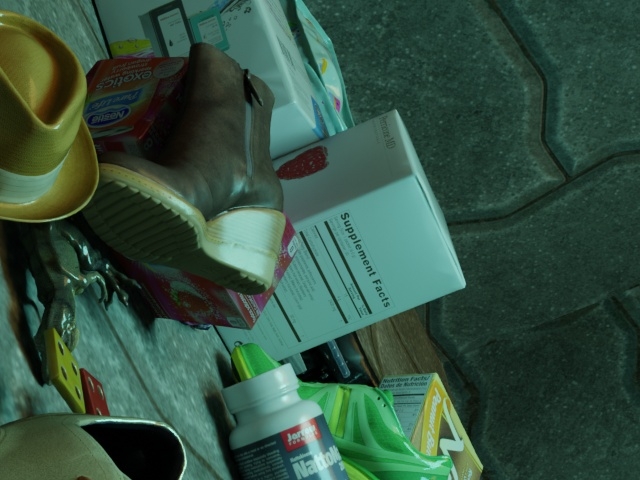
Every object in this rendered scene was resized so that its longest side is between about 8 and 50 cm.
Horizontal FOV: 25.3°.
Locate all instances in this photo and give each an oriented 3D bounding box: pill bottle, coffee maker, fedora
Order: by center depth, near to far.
[{"bbox_3d":[-0.225,-0.104,1.032,0.194,0.079,0.194,27,38,-24],"label":"fedora"},{"bbox_3d":[-0.037,0.229,1.526,0.108,0.108,0.180,4,64,-81],"label":"pill bottle"},{"bbox_3d":[0.022,0.169,1.898,0.171,0.120,0.178,-37,109,-42],"label":"coffee maker"}]

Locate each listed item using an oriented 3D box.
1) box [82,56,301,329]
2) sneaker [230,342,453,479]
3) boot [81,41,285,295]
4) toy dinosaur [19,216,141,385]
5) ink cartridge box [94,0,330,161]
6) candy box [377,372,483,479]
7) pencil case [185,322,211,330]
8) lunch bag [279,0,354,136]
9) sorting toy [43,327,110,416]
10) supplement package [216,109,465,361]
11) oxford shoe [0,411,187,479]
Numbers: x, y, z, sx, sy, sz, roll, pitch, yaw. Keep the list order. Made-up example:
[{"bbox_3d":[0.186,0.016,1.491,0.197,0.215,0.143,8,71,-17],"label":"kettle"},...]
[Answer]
[{"bbox_3d":[-0.139,-0.043,1.375,0.122,0.128,0.257,-60,138,-33],"label":"box"},{"bbox_3d":[0.022,0.210,1.640,0.295,0.123,0.109,37,-17,5],"label":"sneaker"},{"bbox_3d":[-0.117,-0.080,1.229,0.248,0.090,0.206,33,48,-51],"label":"boot"},{"bbox_3d":[-0.213,-0.001,1.165,0.118,0.064,0.268,41,24,-59],"label":"toy dinosaur"},{"bbox_3d":[-0.134,-0.218,1.777,0.198,0.197,0.270,45,24,-69],"label":"ink cartridge box"},{"bbox_3d":[0.100,0.339,1.769,0.183,0.088,0.316,63,34,-32],"label":"candy box"},{"bbox_3d":[-0.139,-0.010,1.572,0.098,0.095,0.209,-6,72,-45],"label":"pencil case"},{"bbox_3d":[-0.078,-0.181,1.958,0.160,0.223,0.262,50,21,-49],"label":"lunch bag"},{"bbox_3d":[-0.158,0.200,0.974,0.132,0.046,0.274,65,5,-70],"label":"sorting toy"},{"bbox_3d":[0.000,0.000,1.727,0.177,0.293,0.175,-100,166,-59],"label":"supplement package"},{"bbox_3d":[-0.165,0.156,0.716,0.397,0.147,0.140,-66,133,-79],"label":"oxford shoe"}]
